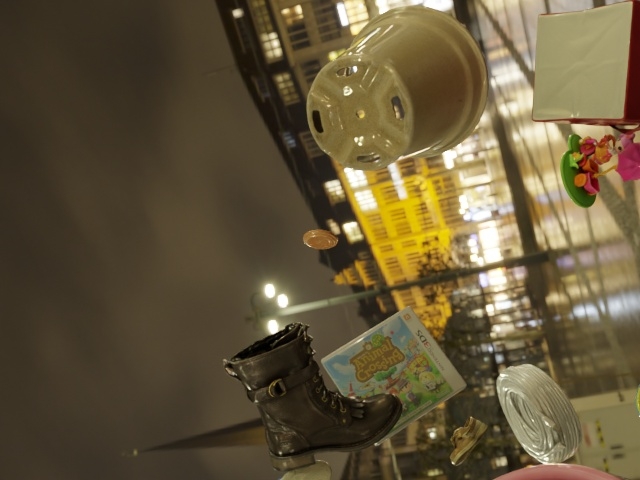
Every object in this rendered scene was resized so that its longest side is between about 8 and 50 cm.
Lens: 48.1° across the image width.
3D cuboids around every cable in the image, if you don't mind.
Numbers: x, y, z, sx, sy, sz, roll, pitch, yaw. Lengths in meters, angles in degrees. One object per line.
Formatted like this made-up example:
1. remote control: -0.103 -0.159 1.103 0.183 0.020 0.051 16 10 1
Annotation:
1. cable: 0.541 0.429 1.793 0.257 0.089 0.257 85 160 -55

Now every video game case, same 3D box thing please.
1. video game case: 0.140 0.257 1.386 0.193 0.213 0.023 55 166 21

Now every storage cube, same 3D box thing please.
1. storage cube: 0.497 -0.290 1.222 0.193 0.184 0.214 -4 -80 -36

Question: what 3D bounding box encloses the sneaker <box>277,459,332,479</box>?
1. sneaker: -0.054 0.416 1.205 0.058 0.152 0.084 57 166 6

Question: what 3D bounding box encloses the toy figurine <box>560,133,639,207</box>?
1. toy figurine: 0.599 -0.168 1.478 0.130 0.159 0.173 25 -119 -32

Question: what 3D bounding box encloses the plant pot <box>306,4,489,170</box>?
1. plant pot: 0.137 -0.289 1.453 0.305 0.334 0.333 -39 -63 -55

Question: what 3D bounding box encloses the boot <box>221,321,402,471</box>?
1. boot: -0.005 0.235 1.157 0.091 0.263 0.228 -146 38 -67

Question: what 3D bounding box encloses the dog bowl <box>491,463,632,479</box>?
1. dog bowl: 0.225 0.396 0.675 0.150 0.408 0.408 41 -152 -21

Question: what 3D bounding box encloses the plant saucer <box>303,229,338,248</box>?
1. plant saucer: 0.000 0.000 1.729 0.083 0.084 0.013 57 -148 -56

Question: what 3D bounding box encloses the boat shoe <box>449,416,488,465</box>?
1. boat shoe: 0.268 0.373 1.342 0.135 0.045 0.050 -20 -38 -56

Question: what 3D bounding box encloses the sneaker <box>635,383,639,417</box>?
1. sneaker: 0.761 0.280 1.410 0.208 0.319 0.127 40 -170 -46
